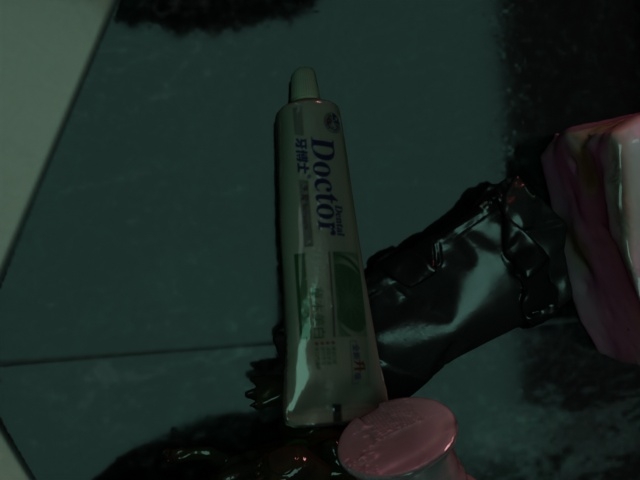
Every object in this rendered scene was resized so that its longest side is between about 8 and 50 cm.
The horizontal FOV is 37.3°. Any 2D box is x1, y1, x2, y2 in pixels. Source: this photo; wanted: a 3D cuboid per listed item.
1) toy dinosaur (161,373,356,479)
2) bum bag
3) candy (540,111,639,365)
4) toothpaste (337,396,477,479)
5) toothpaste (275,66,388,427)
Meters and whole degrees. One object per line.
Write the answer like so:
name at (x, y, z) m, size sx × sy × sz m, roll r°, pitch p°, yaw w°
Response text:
toy dinosaur at (-0.014, 0.173, 0.600) m, size 0.187 × 0.087 × 0.179 m, roll -22°, pitch 131°, yaw 11°
bum bag at (0.067, 0.043, 0.581) m, size 0.198 × 0.049 × 0.087 m, roll -33°, pitch 98°, yaw 6°
candy at (0.284, -0.025, 0.567) m, size 0.265 × 0.116 × 0.155 m, roll -16°, pitch 92°, yaw -3°
toothpaste at (0.084, 0.229, 0.555) m, size 0.114 × 0.073 × 0.299 m, roll -22°, pitch 114°, yaw -7°
toothpaste at (0.000, 0.000, 0.563) m, size 0.064 × 0.041 × 0.218 m, roll -1°, pitch 75°, yaw -18°
